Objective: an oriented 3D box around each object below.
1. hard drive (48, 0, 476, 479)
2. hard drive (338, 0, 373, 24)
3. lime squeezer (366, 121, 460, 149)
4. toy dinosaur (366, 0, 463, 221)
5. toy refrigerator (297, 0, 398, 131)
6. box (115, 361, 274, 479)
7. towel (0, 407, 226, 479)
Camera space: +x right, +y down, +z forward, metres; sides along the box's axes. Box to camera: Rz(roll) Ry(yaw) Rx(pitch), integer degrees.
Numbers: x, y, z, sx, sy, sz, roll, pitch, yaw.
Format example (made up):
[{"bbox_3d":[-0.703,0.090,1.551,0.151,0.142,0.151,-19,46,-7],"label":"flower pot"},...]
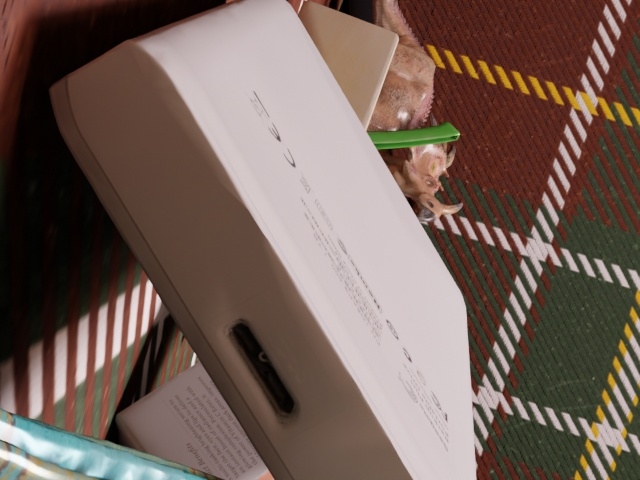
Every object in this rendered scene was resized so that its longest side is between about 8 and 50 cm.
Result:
[{"bbox_3d":[0.000,0.000,0.590,0.047,0.233,0.353,-29,-170,12],"label":"hard drive"},{"bbox_3d":[0.044,-0.170,1.477,0.172,0.054,0.254,122,-29,-71],"label":"hard drive"},{"bbox_3d":[-0.027,-0.039,1.114,0.310,0.110,0.059,-40,-176,-20],"label":"lime squeezer"},{"bbox_3d":[0.072,-0.143,1.328,0.127,0.200,0.295,103,4,-67],"label":"toy dinosaur"},{"bbox_3d":[-0.027,-0.050,1.016,0.102,0.094,0.269,112,-1,-65],"label":"toy refrigerator"},{"bbox_3d":[-0.047,0.134,0.883,0.170,0.091,0.130,-33,160,-23],"label":"box"},{"bbox_3d":[-0.080,0.191,0.348,0.370,0.040,0.271,44,59,-62],"label":"towel"}]
